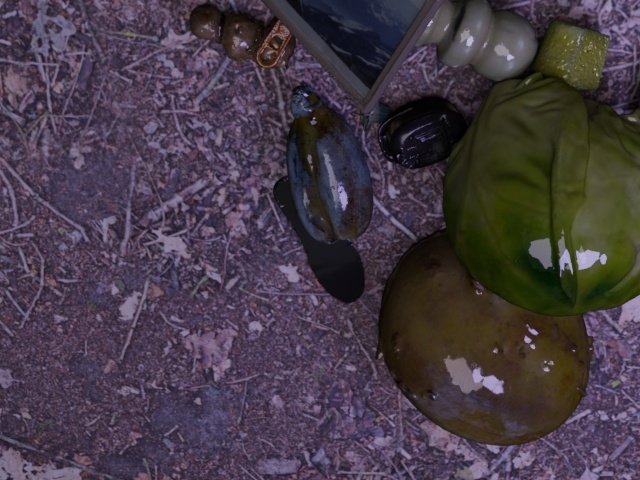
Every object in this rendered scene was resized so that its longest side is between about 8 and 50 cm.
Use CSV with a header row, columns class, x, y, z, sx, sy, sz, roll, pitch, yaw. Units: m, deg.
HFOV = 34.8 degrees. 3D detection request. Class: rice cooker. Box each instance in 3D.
class,x,y,z,sx,sy,sz,roll,pitch,yaw
rice cooker,0.193,-0.202,1.927,0.165,0.106,0.112,-25,123,-6

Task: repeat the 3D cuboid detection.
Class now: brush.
class,x,y,z,sx,sy,sz,roll,pitch,yaw
brush,-0.024,-0.445,1.849,0.090,0.017,0.314,33,98,-4

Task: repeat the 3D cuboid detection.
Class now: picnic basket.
class,x,y,z,sx,sy,sz,roll,pitch,yaw
picnic basket,0.090,-0.248,1.947,0.083,0.065,0.083,15,122,-19

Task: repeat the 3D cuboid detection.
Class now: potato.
class,x,y,z,sx,sy,sz,roll,pitch,yaw
potato,0.328,0.217,2.002,0.442,0.319,0.385,25,116,-8

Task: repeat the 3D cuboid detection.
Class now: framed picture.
class,x,y,z,sx,sy,sz,roll,pitch,yaw
framed picture,0.035,-0.416,1.730,0.335,0.022,0.247,50,129,21

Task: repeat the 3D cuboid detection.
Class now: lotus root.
class,x,y,z,sx,sy,sz,roll,pitch,yaw
lotus root,0.012,-0.150,1.967,0.158,0.140,0.322,0,111,34

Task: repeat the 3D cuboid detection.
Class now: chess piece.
class,x,y,z,sx,sy,sz,roll,pitch,yaw
chess piece,0.226,-0.382,1.816,0.330,0.182,0.182,20,116,-9

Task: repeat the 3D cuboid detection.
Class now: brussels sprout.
class,x,y,z,sx,sy,sz,roll,pitch,yaw
brussels sprout,0.419,-0.049,1.809,0.425,0.361,0.342,26,147,-2

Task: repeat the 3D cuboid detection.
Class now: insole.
class,x,y,z,sx,sy,sz,roll,pitch,yaw
insole,0.000,0.000,2.100,0.110,0.012,0.309,-28,108,19

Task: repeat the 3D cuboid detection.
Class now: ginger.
class,x,y,z,sx,sy,sz,roll,pitch,yaw
ginger,-0.146,-0.383,1.904,0.204,0.080,0.104,13,102,-2

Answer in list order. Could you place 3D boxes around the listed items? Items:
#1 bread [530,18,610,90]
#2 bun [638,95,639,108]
class,x,y,z,sx,sy,sz,roll,pitch,yaw
bread,0.446,-0.331,1.836,0.129,0.111,0.114,2,114,-44
bun,0.703,-0.248,1.806,0.160,0.259,0.259,-18,119,-35
